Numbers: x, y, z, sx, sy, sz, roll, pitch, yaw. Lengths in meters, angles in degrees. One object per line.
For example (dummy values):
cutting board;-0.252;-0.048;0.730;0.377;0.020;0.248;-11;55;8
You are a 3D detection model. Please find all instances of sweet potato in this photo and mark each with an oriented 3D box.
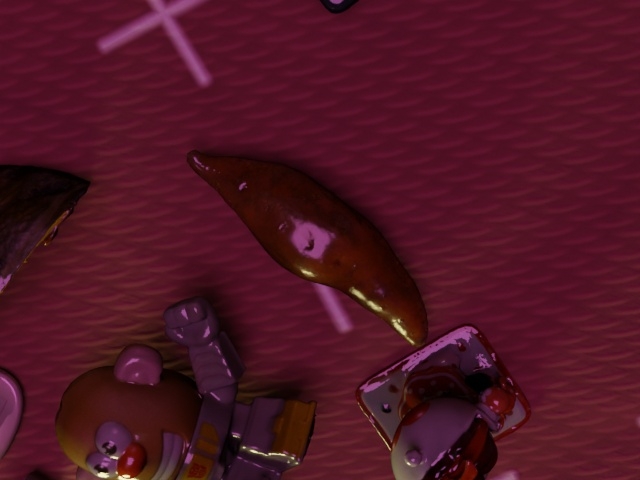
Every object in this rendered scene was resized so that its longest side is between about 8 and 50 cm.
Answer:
sweet potato;-0.003;-0.004;1.104;0.359;0.112;0.112;34;104;-2

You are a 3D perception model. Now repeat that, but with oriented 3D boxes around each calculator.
calculator;-0.448;0.238;1.239;0.103;0.024;0.165;27;104;-4

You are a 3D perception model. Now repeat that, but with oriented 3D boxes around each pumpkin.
pumpkin;-0.421;0.022;1.103;0.148;0.169;0.312;37;104;-9

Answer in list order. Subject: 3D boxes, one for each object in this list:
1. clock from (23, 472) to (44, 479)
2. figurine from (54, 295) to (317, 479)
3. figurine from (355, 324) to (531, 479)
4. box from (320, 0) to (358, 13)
clock;-0.396;0.388;1.231;0.050;0.110;0.152;27;105;-2
figurine;-0.176;0.239;1.143;0.285;0.167;0.342;22;84;-10
figurine;0.147;0.232;1.095;0.183;0.226;0.160;-33;99;11
box;0.059;-0.375;1.029;0.230;0.050;0.160;-35;100;11
